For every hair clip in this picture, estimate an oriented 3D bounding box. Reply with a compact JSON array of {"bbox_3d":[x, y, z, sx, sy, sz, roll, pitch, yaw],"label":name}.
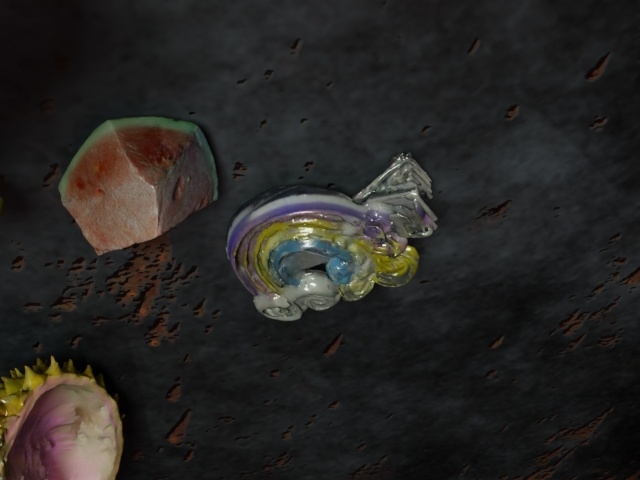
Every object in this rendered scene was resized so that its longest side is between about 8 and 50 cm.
[{"bbox_3d":[0.000,0.000,0.621,0.172,0.049,0.116,-25,126,28],"label":"hair clip"}]

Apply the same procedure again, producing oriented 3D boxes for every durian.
[{"bbox_3d":[-0.226,0.175,0.704,0.165,0.132,0.182,-32,126,7],"label":"durian"}]

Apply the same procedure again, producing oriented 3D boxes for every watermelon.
[{"bbox_3d":[-0.102,-0.026,0.542,0.092,0.072,0.085,16,151,-35],"label":"watermelon"}]

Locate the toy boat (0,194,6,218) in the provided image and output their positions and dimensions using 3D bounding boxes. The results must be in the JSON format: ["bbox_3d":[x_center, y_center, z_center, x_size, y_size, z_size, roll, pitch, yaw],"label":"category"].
[{"bbox_3d":[-0.268,-0.024,0.506,0.172,0.065,0.066,-1,126,-5],"label":"toy boat"}]
